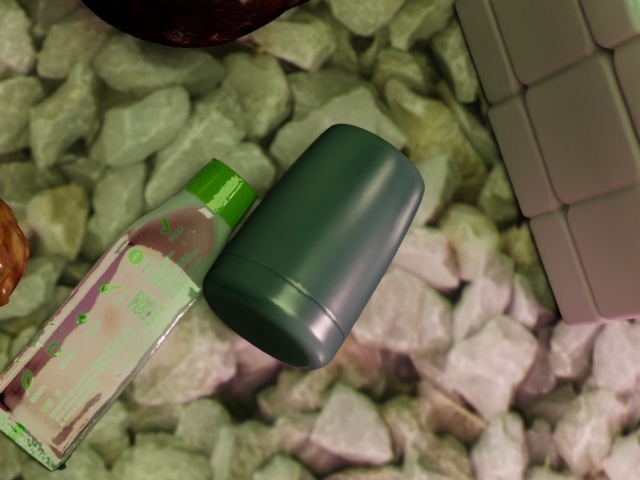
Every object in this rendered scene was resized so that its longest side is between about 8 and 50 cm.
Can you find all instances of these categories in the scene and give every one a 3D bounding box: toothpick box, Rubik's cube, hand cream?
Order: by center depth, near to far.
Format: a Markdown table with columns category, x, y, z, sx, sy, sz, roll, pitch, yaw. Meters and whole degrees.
| category | x | y | z | sx | sy | sz | roll | pitch | yaw |
| --- | --- | --- | --- | --- | --- | --- | --- | --- | --- |
| hand cream | -0.153 | 0.054 | 1.319 | 0.079 | 0.050 | 0.275 | 36 | 79 | 17 |
| toothpick box | 0.000 | 0.000 | 1.328 | 0.120 | 0.120 | 0.184 | 37 | 71 | -9 |
| Rubik's cube | 0.340 | -0.131 | 1.337 | 0.322 | 0.319 | 0.316 | -21 | 89 | -17 |

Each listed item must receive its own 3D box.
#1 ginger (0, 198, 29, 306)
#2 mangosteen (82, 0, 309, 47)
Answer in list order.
| category | x | y | z | sx | sy | sz | roll | pitch | yaw |
| --- | --- | --- | --- | --- | --- | --- | --- | --- | --- |
| ginger | -0.365 | 0.026 | 1.191 | 0.321 | 0.172 | 0.165 | -8 | 81 | -16 |
| mangosteen | -0.079 | -0.260 | 1.315 | 0.289 | 0.231 | 0.231 | 4 | 79 | -57 |
